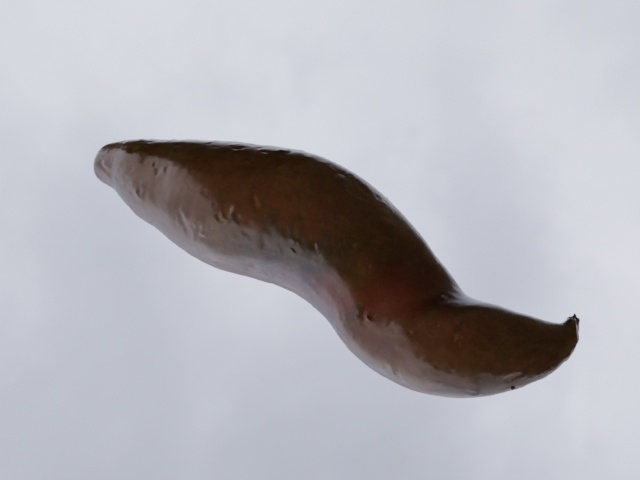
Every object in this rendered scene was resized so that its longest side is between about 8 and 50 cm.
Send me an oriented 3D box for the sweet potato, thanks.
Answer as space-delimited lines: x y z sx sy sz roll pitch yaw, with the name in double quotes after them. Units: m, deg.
-0.001 0.001 0.645 0.202 0.058 0.055 29 -123 23 "sweet potato"
